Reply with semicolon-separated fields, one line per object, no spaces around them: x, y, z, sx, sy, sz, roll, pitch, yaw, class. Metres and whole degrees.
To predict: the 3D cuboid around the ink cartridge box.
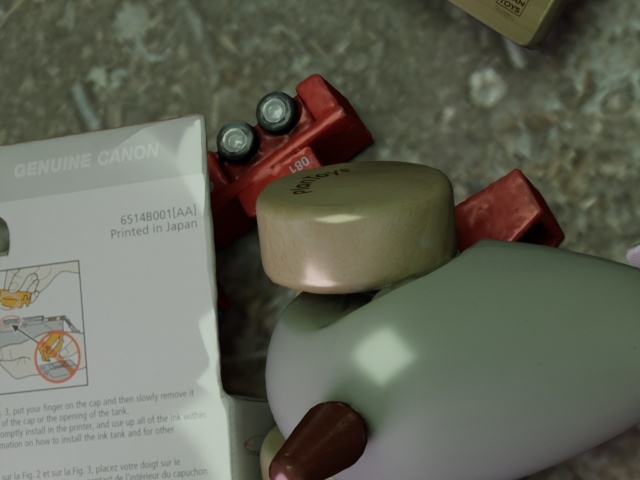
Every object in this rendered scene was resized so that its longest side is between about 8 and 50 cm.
-0.167;0.092;0.841;0.296;0.066;0.261;-7;80;19;ink cartridge box

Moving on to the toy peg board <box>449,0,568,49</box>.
0.093;-0.193;0.850;0.161;0.079;0.161;37;105;27;toy peg board

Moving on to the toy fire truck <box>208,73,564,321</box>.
0.000;0.000;0.832;0.192;0.047;0.135;-35;67;9;toy fire truck

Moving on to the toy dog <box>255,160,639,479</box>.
0.107;0.054;0.693;0.333;0.161;0.220;-20;106;20;toy dog
